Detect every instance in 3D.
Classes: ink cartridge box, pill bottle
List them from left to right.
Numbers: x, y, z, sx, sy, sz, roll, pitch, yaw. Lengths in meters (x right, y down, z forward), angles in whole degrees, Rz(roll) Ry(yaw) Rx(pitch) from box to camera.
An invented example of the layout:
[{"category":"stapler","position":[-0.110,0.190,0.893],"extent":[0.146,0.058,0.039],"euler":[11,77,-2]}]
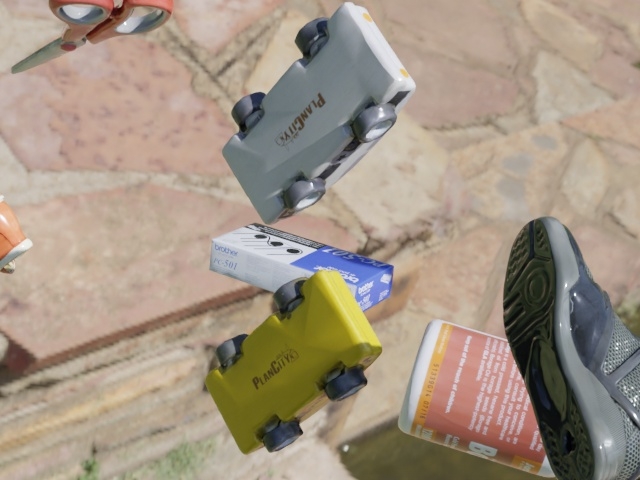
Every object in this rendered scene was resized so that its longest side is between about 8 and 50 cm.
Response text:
[{"category":"ink cartridge box","position":[-0.024,0.033,1.429],"extent":[0.207,0.046,0.097],"euler":[17,22,26]},{"category":"pill bottle","position":[0.195,0.164,1.165],"extent":[0.216,0.121,0.121],"euler":[17,40,9]}]

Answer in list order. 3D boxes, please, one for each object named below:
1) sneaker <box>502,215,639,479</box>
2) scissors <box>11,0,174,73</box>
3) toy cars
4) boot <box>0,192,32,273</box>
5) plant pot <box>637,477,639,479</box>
[{"category":"sneaker","position":[0.227,0.088,0.944],"extent":[0.130,0.087,0.227],"euler":[3,57,-28]},{"category":"scissors","position":[-0.224,-0.190,1.113],"extent":[0.109,0.297,0.021],"euler":[-1,83,-23]},{"category":"toy cars","position":[0.000,0.000,0.956],"extent":[0.176,0.393,0.087],"euler":[19,21,38]},{"category":"boot","position":[-0.382,0.016,1.287],"extent":[0.084,0.158,0.059],"euler":[51,36,-8]},{"category":"plant pot","position":[0.302,0.187,0.434],"extent":[0.366,0.366,0.353],"euler":[-25,74,-40]}]
